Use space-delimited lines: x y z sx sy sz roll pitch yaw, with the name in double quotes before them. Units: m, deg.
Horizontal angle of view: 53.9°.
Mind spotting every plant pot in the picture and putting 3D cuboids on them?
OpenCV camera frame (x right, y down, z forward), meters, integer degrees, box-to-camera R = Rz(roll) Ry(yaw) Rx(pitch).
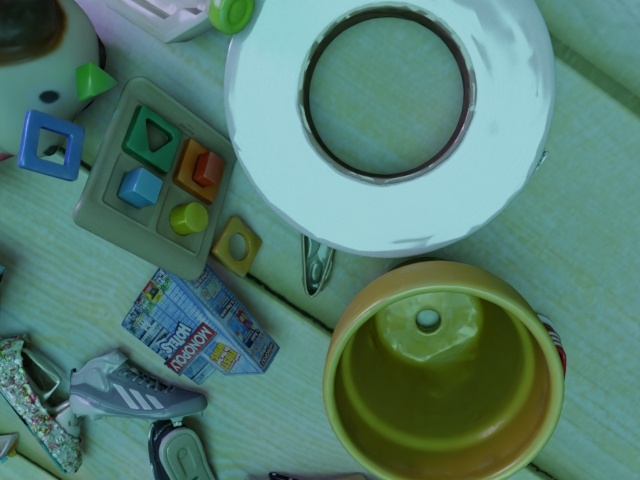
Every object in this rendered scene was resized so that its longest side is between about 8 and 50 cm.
"plant pot" 0.139 0.132 0.774 0.254 0.239 0.254 2 105 6

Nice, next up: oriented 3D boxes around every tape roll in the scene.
"tape roll" 0.080 -0.173 0.759 0.392 0.072 0.392 1 100 5

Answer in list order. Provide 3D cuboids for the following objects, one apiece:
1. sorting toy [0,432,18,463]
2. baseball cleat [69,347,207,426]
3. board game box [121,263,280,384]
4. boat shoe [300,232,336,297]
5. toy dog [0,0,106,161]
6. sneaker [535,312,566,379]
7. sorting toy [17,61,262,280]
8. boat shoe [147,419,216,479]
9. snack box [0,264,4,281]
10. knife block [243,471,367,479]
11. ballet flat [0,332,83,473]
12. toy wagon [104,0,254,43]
"sorting toy" -0.528 0.343 0.990 0.083 0.075 0.044 -7 104 9
"baseball cleat" -0.271 0.214 0.930 0.206 0.072 0.109 -1 92 -1
"board game box" -0.165 0.129 0.867 0.194 0.060 0.194 40 127 -4
"boat shoe" -0.002 0.000 0.852 0.056 0.048 0.153 10 106 3
"toy dog" -0.467 -0.215 0.750 0.408 0.284 0.395 7 80 1
"sneaker" 0.237 0.202 0.840 0.087 0.128 0.221 32 106 -3
"sorting toy" -0.178 -0.072 0.758 0.047 0.196 0.348 -4 152 41
"boat shoe" -0.215 0.376 0.977 0.079 0.084 0.233 13 119 42
"snack box" -0.589 0.120 0.901 0.187 0.060 0.322 29 120 -8
"knife block" -0.019 0.427 0.879 0.242 0.276 0.088 -10 107 -22
"ballet flat" -0.416 0.245 0.951 0.077 0.091 0.241 -33 104 -9
"toy wagon" -0.155 -0.399 0.685 0.267 0.068 0.344 35 122 19
